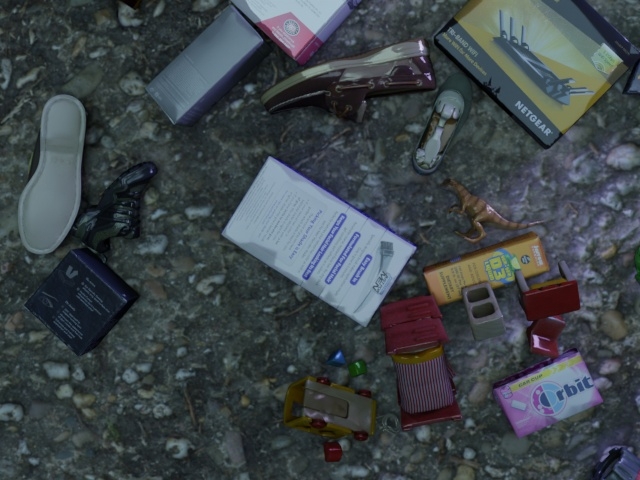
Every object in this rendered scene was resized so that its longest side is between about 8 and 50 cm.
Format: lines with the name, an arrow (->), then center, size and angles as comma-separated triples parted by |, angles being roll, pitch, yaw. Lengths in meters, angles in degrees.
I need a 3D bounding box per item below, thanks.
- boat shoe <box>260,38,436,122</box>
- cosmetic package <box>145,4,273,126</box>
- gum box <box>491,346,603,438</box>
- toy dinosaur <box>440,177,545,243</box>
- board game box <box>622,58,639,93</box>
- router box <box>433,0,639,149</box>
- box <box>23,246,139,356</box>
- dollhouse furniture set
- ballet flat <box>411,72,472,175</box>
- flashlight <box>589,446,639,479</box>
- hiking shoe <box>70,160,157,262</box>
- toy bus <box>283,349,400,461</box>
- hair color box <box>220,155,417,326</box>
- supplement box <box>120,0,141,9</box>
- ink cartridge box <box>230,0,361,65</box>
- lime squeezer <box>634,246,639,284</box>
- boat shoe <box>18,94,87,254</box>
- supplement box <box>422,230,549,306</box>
boat shoe -> 0.056, -0.286, 1.868 | 0.342, 0.123, 0.123 | -16, 90, 1
cosmetic package -> -0.216, -0.338, 1.894 | 0.238, 0.127, 0.107 | -39, 87, 9
gum box -> 0.435, 0.297, 1.875 | 0.188, 0.062, 0.107 | -26, 90, 8
toy dinosaur -> 0.318, -0.045, 1.872 | 0.212, 0.064, 0.112 | 32, 95, 4
board game box -> 0.672, -0.327, 1.815 | 0.194, 0.060, 0.194 | 37, 98, 4
router box -> 0.408, -0.364, 1.835 | 0.309, 0.081, 0.243 | 44, 97, 3
box -> -0.484, 0.123, 1.967 | 0.156, 0.093, 0.158 | 42, 98, 4
dollhouse furniture set -> 0.308, 0.199, 1.808 | 0.374, 0.152, 0.201 | -14, 121, 5
ballet flat -> 0.239, -0.224, 1.870 | 0.072, 0.068, 0.213 | 24, 95, 5
flashlight -> 0.662, 0.524, 1.839 | 0.304, 0.103, 0.103 | 39, 102, 5
hiking shoe -> -0.396, -0.062, 1.962 | 0.227, 0.086, 0.114 | -43, 101, 13
toy bus -> 0.025, 0.341, 1.907 | 0.104, 0.191, 0.202 | -33, 87, 51
hair color box -> 0.000, 0.000, 1.893 | 0.339, 0.110, 0.185 | 33, 95, 6
supplement box -> -0.386, -0.577, 1.867 | 0.129, 0.194, 0.191 | 36, 97, 4
ink cartridge box -> -0.019, -0.511, 1.863 | 0.207, 0.117, 0.283 | 44, 97, 3
lime squeezer -> 0.654, 0.069, 1.851 | 0.110, 0.059, 0.310 | -4, 92, -25
boat shoe -> -0.539, -0.134, 1.959 | 0.117, 0.097, 0.324 | 9, 95, -13
supplement box -> 0.319, 0.056, 1.871 | 0.234, 0.080, 0.078 | -19, 93, 6
